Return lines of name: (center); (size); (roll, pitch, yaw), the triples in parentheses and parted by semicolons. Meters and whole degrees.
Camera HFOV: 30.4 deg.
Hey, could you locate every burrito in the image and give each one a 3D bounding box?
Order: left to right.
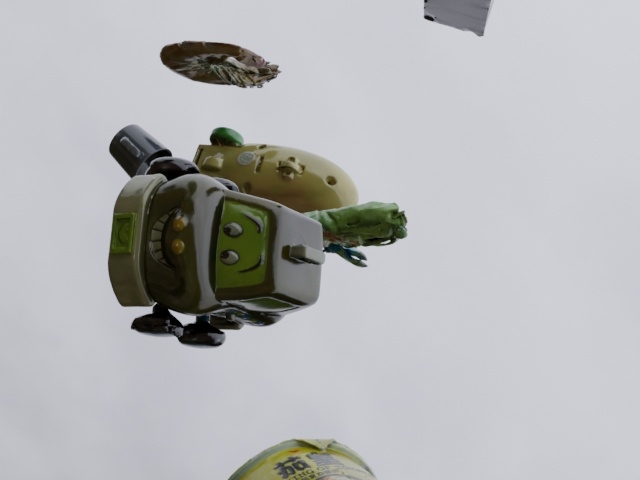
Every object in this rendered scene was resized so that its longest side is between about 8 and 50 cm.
burrito: (0.000, 0.000, 1.579); (0.288, 0.054, 0.104); (-10, -37, 32)

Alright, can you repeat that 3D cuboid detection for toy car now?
toy car: (-0.094, 0.014, 1.314); (0.198, 0.204, 0.248); (-2, -13, 30)

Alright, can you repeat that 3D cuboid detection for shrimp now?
shrimp: (-0.154, -0.299, 1.959); (0.133, 0.236, 0.053); (-32, -122, 47)

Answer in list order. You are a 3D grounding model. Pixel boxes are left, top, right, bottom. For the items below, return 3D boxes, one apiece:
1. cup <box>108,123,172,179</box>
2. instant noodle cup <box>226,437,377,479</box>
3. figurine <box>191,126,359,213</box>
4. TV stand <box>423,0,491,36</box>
cup: (-0.297, -0.144, 1.905); (0.077, 0.078, 0.100); (42, -4, 21)
instant noodle cup: (0.019, 0.461, 1.636); (0.254, 0.325, 0.325); (13, -47, 61)
figurine: (-0.086, -0.076, 1.981); (0.325, 0.124, 0.222); (6, -28, 22)
TV stand: (0.172, -0.325, 1.380); (0.088, 0.082, 0.269); (16, -6, 7)
